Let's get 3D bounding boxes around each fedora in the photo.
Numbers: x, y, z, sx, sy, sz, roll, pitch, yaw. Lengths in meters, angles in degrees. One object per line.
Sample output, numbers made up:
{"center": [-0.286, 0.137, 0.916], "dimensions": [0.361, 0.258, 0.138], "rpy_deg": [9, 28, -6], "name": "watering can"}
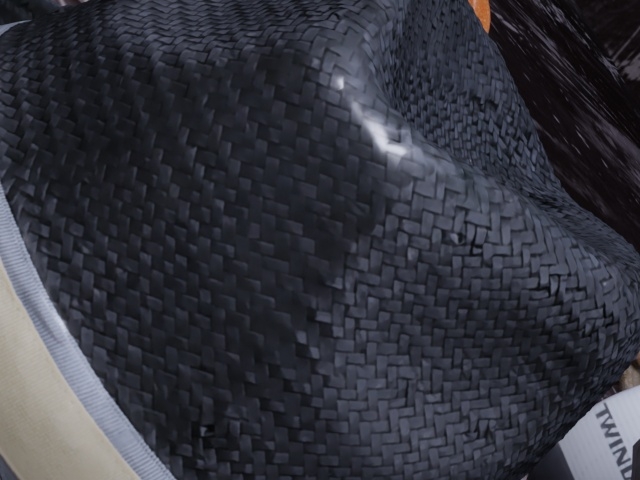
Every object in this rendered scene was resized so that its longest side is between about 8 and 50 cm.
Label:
{"center": [0.000, 0.000, 0.592], "dimensions": [0.334, 0.152, 0.334], "rpy_deg": [51, 15, -19], "name": "fedora"}

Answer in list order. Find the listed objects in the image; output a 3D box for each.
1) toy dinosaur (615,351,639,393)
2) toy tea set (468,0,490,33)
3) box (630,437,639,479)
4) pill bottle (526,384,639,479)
{"center": [0.226, 0.090, 1.030], "dimensions": [0.295, 0.200, 0.127], "rpy_deg": [48, 17, -28], "name": "toy dinosaur"}
{"center": [-0.065, -0.156, 0.880], "dimensions": [0.200, 0.124, 0.336], "rpy_deg": [-24, 83, -46], "name": "toy tea set"}
{"center": [0.232, 0.174, 0.647], "dimensions": [0.262, 0.126, 0.231], "rpy_deg": [32, 35, -8], "name": "box"}
{"center": [0.179, 0.184, 0.814], "dimensions": [0.130, 0.130, 0.245], "rpy_deg": [44, 19, -40], "name": "pill bottle"}
